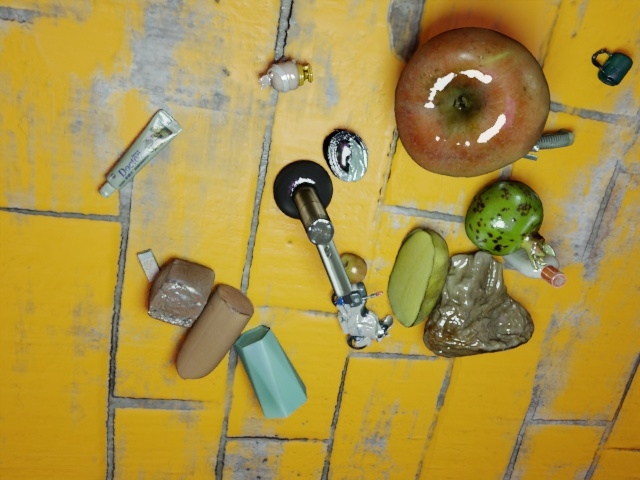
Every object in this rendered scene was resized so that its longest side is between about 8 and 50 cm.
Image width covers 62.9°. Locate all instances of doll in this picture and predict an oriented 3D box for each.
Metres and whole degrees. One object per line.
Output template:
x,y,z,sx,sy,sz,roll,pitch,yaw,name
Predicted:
-0.086,-0.391,1.222,0.126,0.073,0.084,-12,79,-9,doll

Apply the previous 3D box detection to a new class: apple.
0.341,-0.314,1.192,0.338,0.305,0.339,8,111,20,apple
0.084,0.075,1.416,0.071,0.084,0.084,27,105,-38,apple

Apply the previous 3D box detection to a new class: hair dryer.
-0.018,-0.003,1.266,0.155,0.320,0.284,-8,122,-7,hair dryer

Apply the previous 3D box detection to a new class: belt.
0.064,-0.213,1.317,0.105,0.058,0.140,-22,109,-7,belt

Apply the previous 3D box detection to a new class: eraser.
-0.442,0.065,1.359,0.038,0.019,0.083,-17,112,-3,eraser

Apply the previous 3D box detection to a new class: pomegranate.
0.498,-0.041,1.361,0.211,0.263,0.211,-31,148,-22,pomegranate

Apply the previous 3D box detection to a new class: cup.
-0.140,0.363,1.463,0.148,0.134,0.236,-13,111,26,cup

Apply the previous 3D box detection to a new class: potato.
0.284,0.098,1.429,0.111,0.160,0.272,3,109,-27,potato

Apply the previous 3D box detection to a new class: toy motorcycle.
0.122,0.209,1.469,0.150,0.102,0.221,-16,113,11,toy motorcycle

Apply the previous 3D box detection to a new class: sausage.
-0.288,0.251,1.402,0.123,0.123,0.253,31,104,-19,sausage

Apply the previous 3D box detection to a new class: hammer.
0.559,-0.254,1.349,0.226,0.159,0.041,-9,119,-20,hammer

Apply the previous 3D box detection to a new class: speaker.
0.741,-0.447,1.336,0.094,0.060,0.075,28,103,-18,speaker

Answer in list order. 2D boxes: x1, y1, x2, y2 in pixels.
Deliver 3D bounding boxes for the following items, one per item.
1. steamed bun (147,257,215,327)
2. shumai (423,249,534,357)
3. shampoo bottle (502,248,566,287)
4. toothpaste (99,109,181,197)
-0.361,0.138,1.346,0.144,0.106,0.175,22,103,-26,steamed bun
0.434,0.184,1.504,0.345,0.217,0.284,-10,81,-16,shumai
0.585,0.063,1.420,0.107,0.221,0.052,-12,113,-5,shampoo bottle
-0.439,-0.200,1.251,0.255,0.037,0.067,-45,111,5,toothpaste
